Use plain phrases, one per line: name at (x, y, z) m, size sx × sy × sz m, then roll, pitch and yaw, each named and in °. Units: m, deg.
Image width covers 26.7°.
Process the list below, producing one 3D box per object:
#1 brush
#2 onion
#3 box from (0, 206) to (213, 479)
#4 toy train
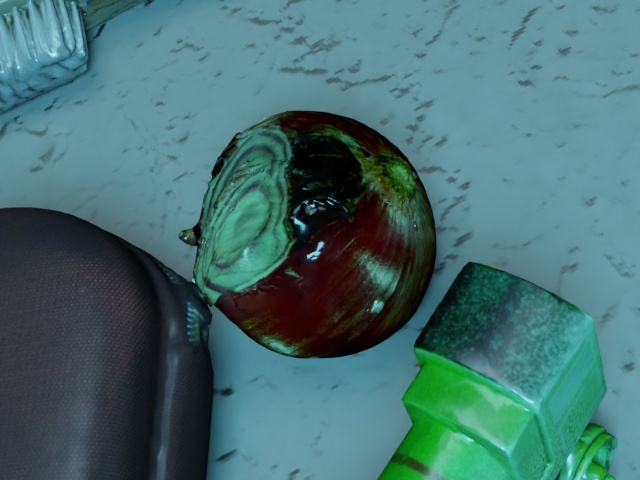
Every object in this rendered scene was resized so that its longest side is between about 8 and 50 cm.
brush at (-0.115, -0.136, 0.780) m, size 0.327 × 0.070 × 0.065 m, roll -21°, pitch 71°, yaw 2°
onion at (0.000, 0.000, 0.617) m, size 0.118 × 0.118 × 0.117 m, roll -3°, pitch 59°, yaw 17°
box at (-0.178, 0.169, 0.558) m, size 0.263 × 0.108 × 0.404 m, roll -6°, pitch 55°, yaw 14°
toy train at (0.030, 0.132, 0.509) m, size 0.085 × 0.119 × 0.251 m, roll 24°, pitch 66°, yaw 29°
